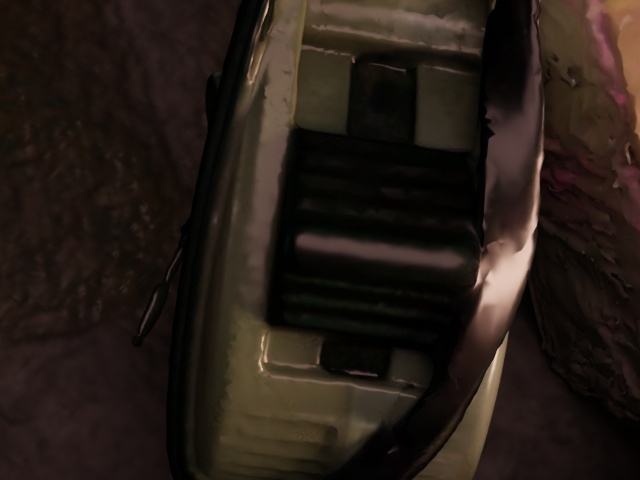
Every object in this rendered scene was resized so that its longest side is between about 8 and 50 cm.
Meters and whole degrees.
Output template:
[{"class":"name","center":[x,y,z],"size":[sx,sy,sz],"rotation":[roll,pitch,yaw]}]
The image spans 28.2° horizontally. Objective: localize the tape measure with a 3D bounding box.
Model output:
[{"class":"tape measure","center":[0.000,0.000,0.420],"size":[0.115,0.235,0.207],"rotation":[10,67,-4]}]

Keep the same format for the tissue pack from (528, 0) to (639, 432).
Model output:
[{"class":"tissue pack","center":[0.194,-0.073,0.510],"size":[0.256,0.123,0.215],"rotation":[-27,117,-17]}]
